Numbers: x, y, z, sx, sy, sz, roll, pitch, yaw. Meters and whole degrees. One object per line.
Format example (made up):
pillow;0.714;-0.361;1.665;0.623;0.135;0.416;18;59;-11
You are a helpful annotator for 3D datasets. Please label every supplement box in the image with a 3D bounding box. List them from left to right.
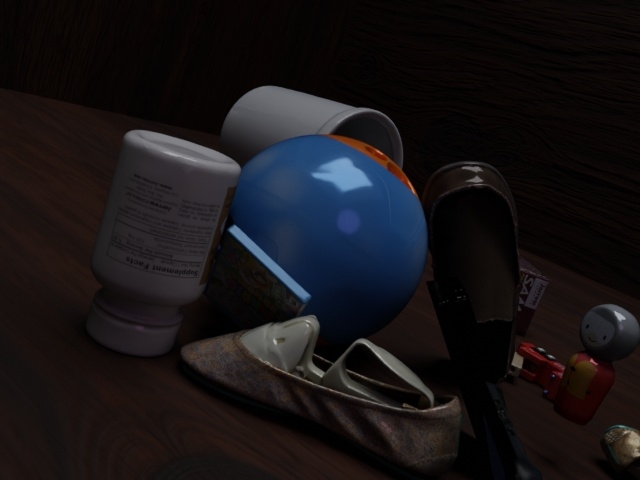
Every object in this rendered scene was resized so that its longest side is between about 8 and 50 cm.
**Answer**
supplement box;0.407;0.102;1.499;0.073;0.130;0.239;19;11;-4

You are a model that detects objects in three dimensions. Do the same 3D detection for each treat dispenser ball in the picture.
treat dispenser ball;0.000;0.000;0.931;0.288;0.288;0.288;18;12;-4

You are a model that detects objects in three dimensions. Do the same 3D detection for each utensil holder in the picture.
utensil holder;-0.034;-0.219;1.806;0.328;0.327;0.385;7;14;-45

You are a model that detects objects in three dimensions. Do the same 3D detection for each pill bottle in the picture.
pill bottle;-0.181;0.005;0.766;0.131;0.229;0.131;18;12;-4

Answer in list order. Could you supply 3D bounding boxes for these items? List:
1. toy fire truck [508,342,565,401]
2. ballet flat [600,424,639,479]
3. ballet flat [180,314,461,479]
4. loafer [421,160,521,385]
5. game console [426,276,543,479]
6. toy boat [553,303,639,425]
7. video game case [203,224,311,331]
toy fire truck;0.324;0.201;1.123;0.135;0.047;0.192;12;15;-31
ballet flat;0.459;0.301;0.886;0.206;0.073;0.067;16;39;-4
ballet flat;0.004;0.143;0.737;0.316;0.106;0.107;21;12;10
loafer;0.229;0.063;0.964;0.134;0.365;0.130;-12;29;8
game console;0.160;0.168;0.661;0.044;0.213;0.361;-18;8;7
toy boat;0.436;0.197;0.781;0.318;0.148;0.267;25;10;20
video game case;-0.080;0.064;0.809;0.119;0.166;0.015;42;56;8
